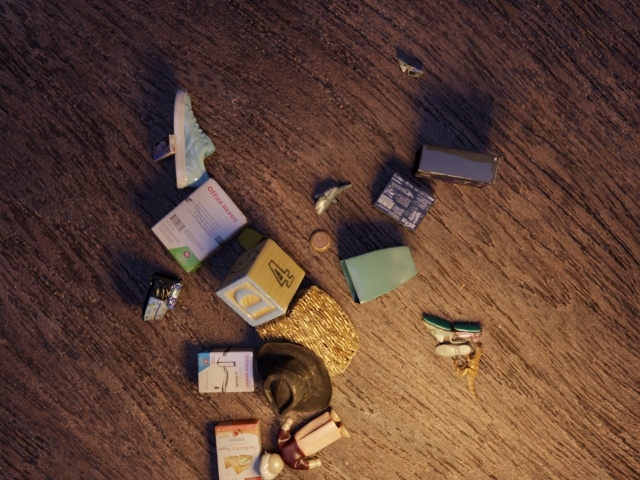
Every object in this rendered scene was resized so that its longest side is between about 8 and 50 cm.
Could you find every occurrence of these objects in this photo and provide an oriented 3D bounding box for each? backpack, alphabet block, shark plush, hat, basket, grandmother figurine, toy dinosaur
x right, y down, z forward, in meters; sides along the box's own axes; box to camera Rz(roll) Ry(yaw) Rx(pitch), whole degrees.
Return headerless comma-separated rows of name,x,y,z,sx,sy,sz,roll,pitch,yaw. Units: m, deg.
backpack,-0.578,0.213,1.915,0.116,0.158,0.173,17,87,-13
alphabet block,-0.204,0.146,1.825,0.192,0.197,0.193,-27,115,38
shark plush,0.042,-0.165,1.961,0.161,0.073,0.067,-38,108,-19
hat,-0.113,0.510,1.816,0.331,0.134,0.331,13,125,19
basket,-0.037,0.329,1.883,0.223,0.213,0.299,-32,102,40
grandmother figurine,-0.075,0.734,1.894,0.342,0.104,0.208,-33,80,-7
toy dinosaur,0.540,0.474,1.903,0.112,0.064,0.212,10,90,2

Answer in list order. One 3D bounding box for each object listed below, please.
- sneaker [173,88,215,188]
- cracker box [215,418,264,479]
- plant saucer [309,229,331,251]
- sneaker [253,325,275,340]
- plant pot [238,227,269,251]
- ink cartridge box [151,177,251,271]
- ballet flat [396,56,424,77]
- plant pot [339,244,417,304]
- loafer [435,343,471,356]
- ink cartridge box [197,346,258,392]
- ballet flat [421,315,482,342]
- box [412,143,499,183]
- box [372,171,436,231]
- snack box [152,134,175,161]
sneaker,-0.466,-0.372,1.952,0.150,0.135,0.366,-2,90,-17
cracker box,-0.295,0.782,1.934,0.155,0.067,0.232,-6,89,3
plant saucer,0.000,0.000,1.962,0.083,0.015,0.083,0,89,3
sneaker,-0.191,0.336,1.940,0.083,0.084,0.215,-32,89,25
plant pot,-0.254,-0.003,1.946,0.083,0.081,0.081,35,91,14
ink cartridge box,-0.429,-0.056,1.930,0.289,0.121,0.211,-39,87,1
ballet flat,0.325,-0.634,1.950,0.114,0.041,0.041,30,90,4
plant pot,0.211,0.105,1.883,0.234,0.165,0.166,-21,88,-6
loafer,0.484,0.394,1.918,0.125,0.039,0.045,-7,96,24
ink cartridge box,-0.337,0.472,1.933,0.203,0.086,0.148,-3,88,3
ballet flat,0.470,0.333,1.911,0.221,0.077,0.079,9,111,3
box,0.469,-0.260,1.862,0.261,0.184,0.103,10,89,3
box,0.302,-0.136,1.919,0.180,0.077,0.147,33,90,3
snack box,-0.572,-0.334,1.930,0.022,0.178,0.064,-6,89,-36
